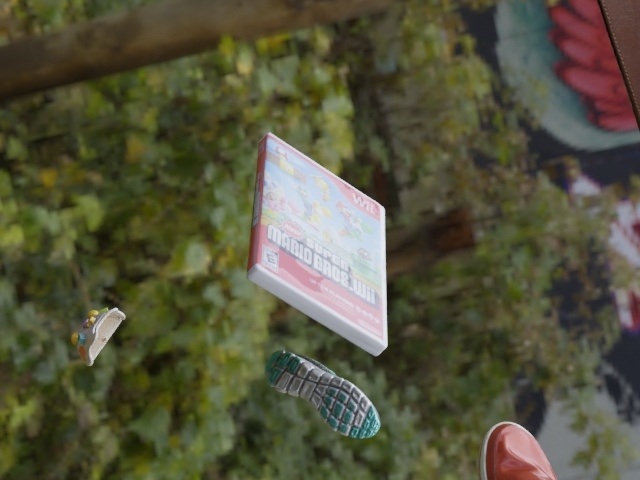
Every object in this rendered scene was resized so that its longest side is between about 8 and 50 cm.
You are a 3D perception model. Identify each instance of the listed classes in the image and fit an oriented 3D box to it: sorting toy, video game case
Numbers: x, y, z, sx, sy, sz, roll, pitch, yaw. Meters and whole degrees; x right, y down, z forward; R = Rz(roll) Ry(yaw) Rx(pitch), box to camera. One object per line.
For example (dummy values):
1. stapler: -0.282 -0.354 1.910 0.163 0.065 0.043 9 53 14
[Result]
1. sorting toy: -0.296 0.117 2.009 0.083 0.045 0.075 -57 -171 -25
2. video game case: 0.000 0.000 1.912 0.204 0.025 0.285 32 32 -22

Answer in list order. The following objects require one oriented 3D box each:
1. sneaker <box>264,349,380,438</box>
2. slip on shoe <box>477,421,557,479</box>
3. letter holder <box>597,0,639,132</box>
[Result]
1. sneaker: 0.013 0.188 1.889 0.065 0.166 0.076 -59 159 12
2. slip on shoe: 0.276 0.338 1.778 0.101 0.123 0.331 -58 -150 31
3. letter holder: 0.412 -0.274 1.616 0.152 0.214 0.302 -85 154 -50
